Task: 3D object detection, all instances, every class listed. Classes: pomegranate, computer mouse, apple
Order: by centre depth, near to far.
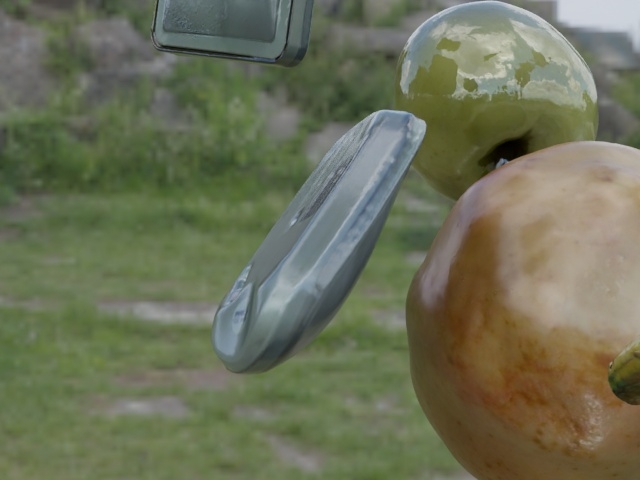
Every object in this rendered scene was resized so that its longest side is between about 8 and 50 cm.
[{"bbox_3d":[0.005,0.004,1.724,0.095,0.331,0.197,42,-26,-15],"label":"computer mouse"},{"bbox_3d":[0.289,0.105,1.829,0.411,0.411,0.411,-1,6,0],"label":"pomegranate"},{"bbox_3d":[0.214,-0.168,2.113,0.262,0.262,0.262,-1,6,0],"label":"apple"}]

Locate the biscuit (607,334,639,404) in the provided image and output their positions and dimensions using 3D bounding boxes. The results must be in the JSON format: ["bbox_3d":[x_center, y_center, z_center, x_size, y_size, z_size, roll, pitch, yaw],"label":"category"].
[{"bbox_3d":[0.325,0.074,1.202,0.247,0.029,0.118,-9,-23,-3],"label":"biscuit"}]

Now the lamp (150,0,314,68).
[{"bbox_3d":[-0.092,-0.338,1.931,0.047,0.269,0.266,4,7,-39],"label":"lamp"}]
